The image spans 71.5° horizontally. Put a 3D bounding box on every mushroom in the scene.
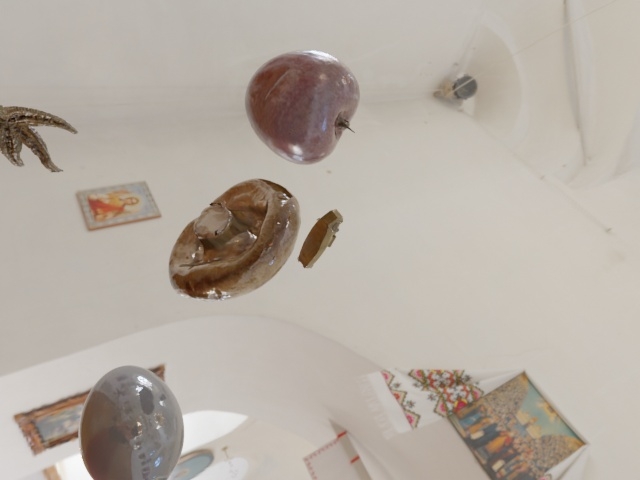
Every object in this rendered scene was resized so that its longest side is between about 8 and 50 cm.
[{"bbox_3d":[-0.157,-0.002,0.811,0.278,0.278,0.146,32,-16,50],"label":"mushroom"}]

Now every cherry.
[{"bbox_3d":[-0.047,-0.317,1.037,0.308,0.221,0.261,27,-96,26],"label":"cherry"}]

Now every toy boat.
[{"bbox_3d":[0.000,0.000,1.188,0.064,0.072,0.206,50,-47,21],"label":"toy boat"}]

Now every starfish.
[{"bbox_3d":[-0.545,-0.202,0.766,0.238,0.213,0.056,64,17,-51],"label":"starfish"}]

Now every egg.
[{"bbox_3d":[-0.348,0.340,0.818,0.231,0.176,0.176,53,-36,31],"label":"egg"}]
